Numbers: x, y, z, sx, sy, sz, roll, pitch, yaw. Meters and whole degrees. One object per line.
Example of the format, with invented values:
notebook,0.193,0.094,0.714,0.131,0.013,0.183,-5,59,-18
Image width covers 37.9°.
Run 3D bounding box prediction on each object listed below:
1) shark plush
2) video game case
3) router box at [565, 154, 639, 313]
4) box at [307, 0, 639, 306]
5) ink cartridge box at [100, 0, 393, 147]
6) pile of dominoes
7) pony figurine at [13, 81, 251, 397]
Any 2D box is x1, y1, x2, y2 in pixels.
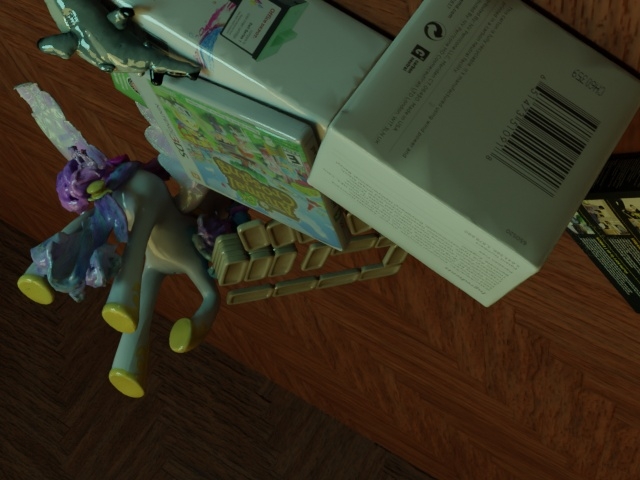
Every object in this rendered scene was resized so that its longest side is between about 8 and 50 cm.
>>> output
shark plush,-0.186,-0.182,0.835,0.161,0.073,0.067,36,129,15
video game case,-0.077,-0.083,0.915,0.212,0.023,0.193,25,159,26
router box,0.294,0.001,0.817,0.179,0.046,0.133,44,159,-25
box,0.116,-0.079,0.717,0.182,0.181,0.119,34,161,3
ink cartridge box,-0.078,-0.172,0.927,0.278,0.117,0.201,33,161,10
pile of dominoes,0.000,0.000,1.107,0.196,0.251,0.040,114,141,-57
pony figurine,-0.218,-0.045,1.157,0.303,0.363,0.351,-8,133,31
